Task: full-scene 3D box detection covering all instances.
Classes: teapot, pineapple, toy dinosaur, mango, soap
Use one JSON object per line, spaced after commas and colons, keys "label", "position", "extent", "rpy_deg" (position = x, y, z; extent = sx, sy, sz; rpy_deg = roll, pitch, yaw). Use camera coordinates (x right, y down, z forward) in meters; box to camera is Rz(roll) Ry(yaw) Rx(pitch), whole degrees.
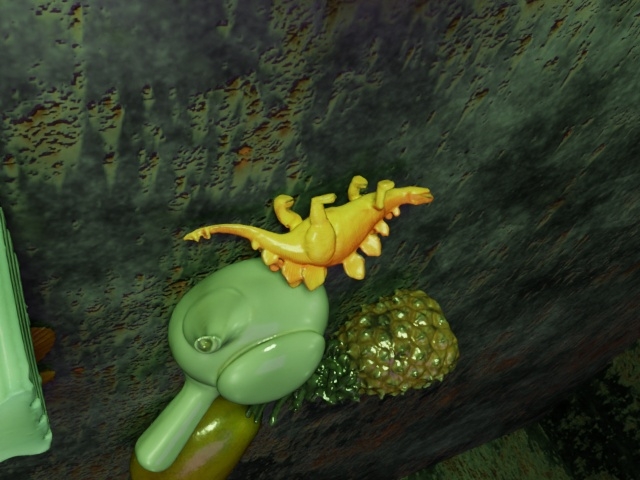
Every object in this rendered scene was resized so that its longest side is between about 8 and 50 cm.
{"label": "teapot", "position": [-0.109, 0.157, 0.813], "extent": [0.220, 0.149, 0.318], "rpy_deg": [-2, 140, -34]}
{"label": "pineapple", "position": [0.038, 0.191, 0.964], "extent": [0.341, 0.169, 0.169], "rpy_deg": [-20, 149, -17]}
{"label": "toy dinosaur", "position": [-0.338, 0.127, 0.680], "extent": [0.142, 0.057, 0.212], "rpy_deg": [-11, 148, -47]}
{"label": "mango", "position": [-0.207, 0.334, 1.016], "extent": [0.254, 0.139, 0.176], "rpy_deg": [-52, 155, 21]}
{"label": "toy dinosaur", "position": [0.000, 0.000, 0.708], "extent": [0.289, 0.070, 0.117], "rpy_deg": [-17, 111, -15]}
{"label": "soap", "position": [-0.269, 0.065, 0.499], "extent": [0.067, 0.198, 0.119], "rpy_deg": [-12, 146, -24]}
